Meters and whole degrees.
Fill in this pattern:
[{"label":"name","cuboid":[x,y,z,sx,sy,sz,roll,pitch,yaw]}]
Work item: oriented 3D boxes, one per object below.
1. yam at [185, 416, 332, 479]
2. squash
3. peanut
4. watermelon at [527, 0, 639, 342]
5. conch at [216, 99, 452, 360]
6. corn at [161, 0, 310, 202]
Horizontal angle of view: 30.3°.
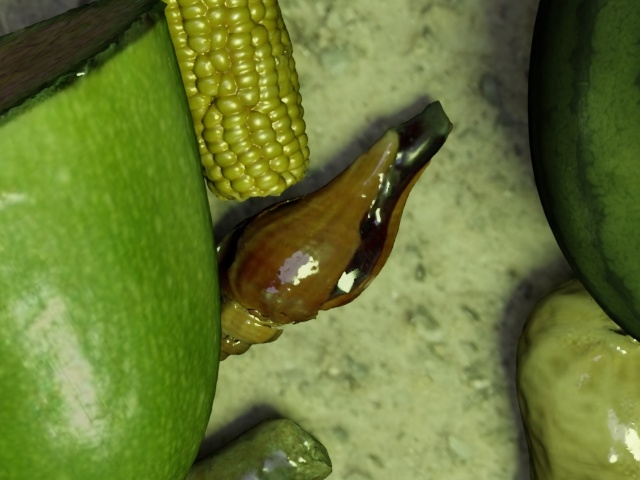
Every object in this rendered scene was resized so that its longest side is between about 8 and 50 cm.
[{"label":"yam","cuboid":[-0.138,0.216,0.847,0.317,0.071,0.067,-29,66,8]},{"label":"squash","cuboid":[-0.166,0.049,0.730,0.310,0.310,0.309,-25,111,7]},{"label":"peanut","cuboid":[0.198,0.135,0.786,0.129,0.129,0.224,-10,100,5]},{"label":"watermelon","cuboid":[0.258,-0.102,0.669,0.279,0.279,0.359,9,93,2]},{"label":"conch","cuboid":[0.001,0.005,0.798,0.233,0.080,0.086,-28,119,9]},{"label":"corn","cuboid":[-0.082,-0.175,0.765,0.101,0.101,0.310,-14,98,5]}]
